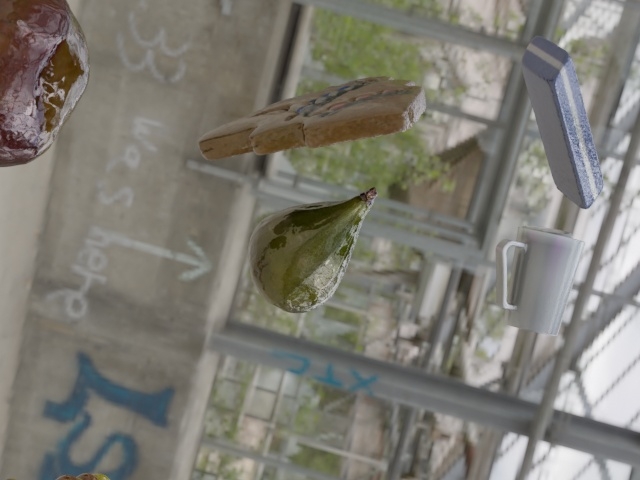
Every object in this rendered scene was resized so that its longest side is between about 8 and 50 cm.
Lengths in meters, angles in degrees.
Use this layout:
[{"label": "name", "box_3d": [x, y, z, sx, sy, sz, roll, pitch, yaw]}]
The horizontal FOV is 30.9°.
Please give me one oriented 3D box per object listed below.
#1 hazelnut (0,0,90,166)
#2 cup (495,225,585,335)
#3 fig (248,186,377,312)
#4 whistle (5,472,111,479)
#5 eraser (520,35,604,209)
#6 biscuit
[{"label": "hazelnut", "box_3d": [-0.357, -0.192, 1.233, 0.229, 0.229, 0.230, 15, 90, -89]}, {"label": "cup", "box_3d": [0.231, 0.040, 1.272, 0.074, 0.104, 0.116, 16, -87, 59]}, {"label": "fig", "box_3d": [-0.017, -0.006, 1.396, 0.185, 0.126, 0.133, -69, 170, 21]}, {"label": "whistle", "box_3d": [-0.218, 0.224, 0.967, 0.109, 0.046, 0.057, 10, 93, -56]}, {"label": "eraser", "box_3d": [0.302, -0.144, 1.449, 0.082, 0.036, 0.225, 49, -13, 54]}, {"label": "biscuit", "box_3d": [0.018, -0.151, 1.350, 0.301, 0.278, 0.043, 7, -65, 56]}]
